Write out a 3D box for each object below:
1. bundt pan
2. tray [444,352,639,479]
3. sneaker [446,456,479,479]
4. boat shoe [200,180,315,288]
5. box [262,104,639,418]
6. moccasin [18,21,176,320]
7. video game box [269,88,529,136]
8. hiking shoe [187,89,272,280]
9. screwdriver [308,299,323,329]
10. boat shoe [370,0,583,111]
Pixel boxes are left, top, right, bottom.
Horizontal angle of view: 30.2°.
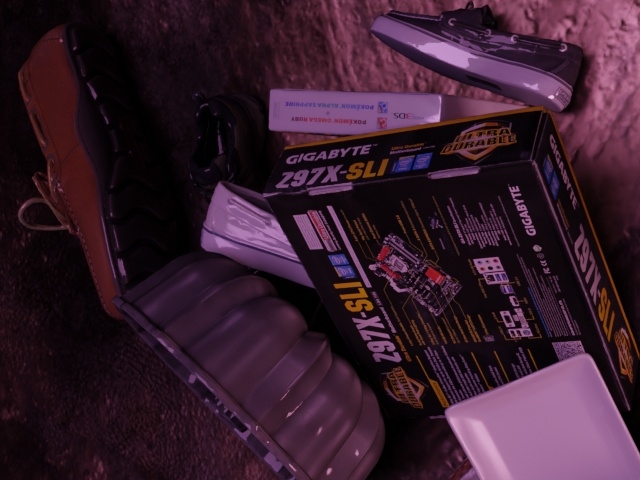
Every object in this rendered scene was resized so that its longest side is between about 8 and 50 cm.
[{"bbox_3d":[-0.058,0.139,1.231,0.331,0.331,0.124,40,76,24],"label":"bundt pan"},{"bbox_3d":[0.238,0.235,1.120,0.145,0.030,0.270,-25,108,13],"label":"tray"},{"bbox_3d":[0.156,0.311,1.210,0.121,0.108,0.302,38,109,8],"label":"sneaker"},{"bbox_3d":[0.000,0.000,1.255,0.258,0.095,0.084,14,105,4],"label":"boat shoe"},{"bbox_3d":[0.130,0.037,1.102,0.257,0.079,0.322,-6,131,30],"label":"box"},{"bbox_3d":[-0.284,-0.076,1.439,0.147,0.139,0.380,-31,76,30],"label":"moccasin"},{"bbox_3d":[0.082,-0.121,1.171,0.187,0.205,0.048,4,95,33],"label":"video game box"},{"bbox_3d":[-0.109,-0.057,1.344,0.086,0.114,0.226,-13,85,32],"label":"hiking shoe"},{"bbox_3d":[0.014,0.038,1.331,0.170,0.024,0.025,-62,34,26],"label":"screwdriver"},{"bbox_3d":[0.159,-0.202,1.199,0.229,0.080,0.076,25,87,32],"label":"boat shoe"}]
